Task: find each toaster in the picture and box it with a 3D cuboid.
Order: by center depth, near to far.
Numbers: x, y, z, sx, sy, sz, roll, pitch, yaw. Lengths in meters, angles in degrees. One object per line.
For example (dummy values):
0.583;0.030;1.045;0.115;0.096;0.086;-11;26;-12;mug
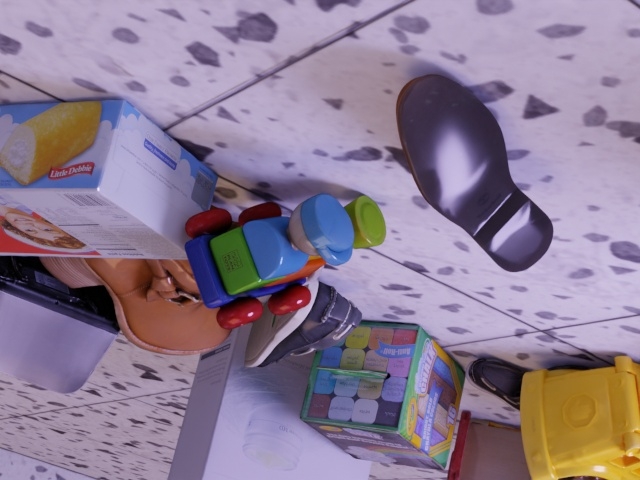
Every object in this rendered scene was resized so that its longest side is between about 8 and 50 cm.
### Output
-0.331;0.073;1.422;0.186;0.110;0.168;24;-168;-26;toaster

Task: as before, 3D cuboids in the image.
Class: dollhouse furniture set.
0.249;0.438;1.721;0.201;0.374;0.152;12;155;9;dollhouse furniture set

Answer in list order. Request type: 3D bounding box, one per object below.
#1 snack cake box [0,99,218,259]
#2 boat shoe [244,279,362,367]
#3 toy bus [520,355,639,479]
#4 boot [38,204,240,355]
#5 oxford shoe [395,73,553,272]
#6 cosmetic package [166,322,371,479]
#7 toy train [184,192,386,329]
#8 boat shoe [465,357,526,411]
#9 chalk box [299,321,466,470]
-0.247;-0.052;1.159;0.264;0.089;0.152;1;158;31;snack cake box
-0.029;0.106;1.438;0.079;0.084;0.233;20;155;-16;boat shoe
0.363;0.215;1.426;0.211;0.149;0.220;-24;143;35;toy bus
-0.130;0.037;1.327;0.220;0.109;0.283;-8;143;37;boot
0.104;-0.056;0.965;0.076;0.076;0.212;49;178;46;oxford shoe
-0.055;0.250;1.626;0.224;0.224;0.138;21;158;-21;cosmetic package
0.000;0.000;1.158;0.143;0.105;0.248;-22;174;29;toy train
0.235;0.174;1.507;0.125;0.046;0.038;28;161;-13;boat shoe
0.068;0.174;1.491;0.132;0.132;0.213;4;156;27;chalk box
